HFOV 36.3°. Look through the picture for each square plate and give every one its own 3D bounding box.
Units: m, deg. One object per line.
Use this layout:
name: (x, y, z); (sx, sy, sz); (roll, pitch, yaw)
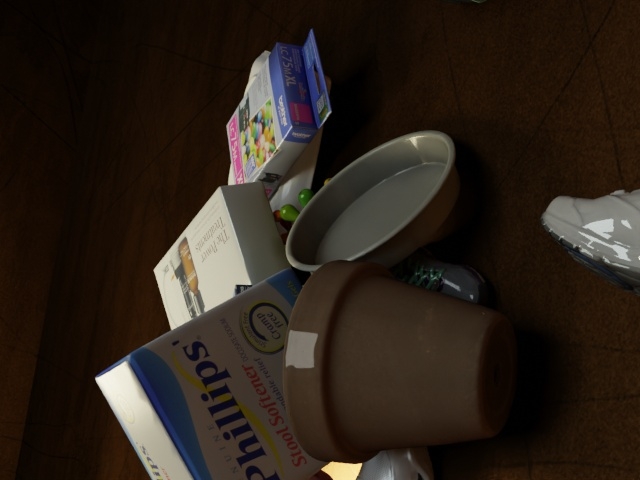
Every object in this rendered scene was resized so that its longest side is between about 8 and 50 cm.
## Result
square plate: (-0.098, -0.176, 1.893); (0.344, 0.049, 0.347); (38, 120, 60)

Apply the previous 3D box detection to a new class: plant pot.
plant pot: (0.114, 0.158, 1.207); (0.229, 0.263, 0.263); (3, 78, 29)

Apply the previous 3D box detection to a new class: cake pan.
cake pan: (0.081, -0.045, 1.416); (0.293, 0.054, 0.293); (-31, 25, 17)

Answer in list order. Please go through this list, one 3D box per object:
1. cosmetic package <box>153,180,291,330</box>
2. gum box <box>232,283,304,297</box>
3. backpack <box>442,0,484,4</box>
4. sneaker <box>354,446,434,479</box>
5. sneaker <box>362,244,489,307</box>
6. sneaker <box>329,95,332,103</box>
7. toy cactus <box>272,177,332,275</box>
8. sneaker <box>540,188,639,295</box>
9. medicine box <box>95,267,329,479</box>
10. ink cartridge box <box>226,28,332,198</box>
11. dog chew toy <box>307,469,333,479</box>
cosmetic package: (-0.173, 0.103, 1.785); (0.377, 0.097, 0.284); (-44, 63, 53)
gum box: (-0.042, 0.146, 1.548); (0.041, 0.184, 0.157); (110, 157, -53)
backpack: (0.196, -0.451, 1.408); (0.144, 0.165, 0.188); (17, 97, 60)
sneaker: (0.014, 0.409, 1.301); (0.137, 0.210, 0.366); (22, 97, 61)
sneaker: (0.138, 0.057, 1.354); (0.223, 0.098, 0.083); (27, 102, 61)
sneaker: (-0.007, -0.242, 1.823); (0.109, 0.040, 0.044); (155, 113, -62)
toy cactus: (0.000, 0.000, 1.657); (0.219, 0.112, 0.181); (-25, 75, 52)
sneaker: (0.353, -0.006, 1.018); (0.129, 0.111, 0.297); (-59, 33, -2)
medicine box: (-0.111, 0.224, 1.347); (0.263, 0.289, 0.149); (60, 143, 3)
ink cartridge box: (-0.082, -0.216, 1.749); (0.311, 0.065, 0.186); (-46, 46, 49)
dog chew toy: (-0.075, 0.487, 1.457); (0.332, 0.206, 0.206); (-61, 31, 10)
